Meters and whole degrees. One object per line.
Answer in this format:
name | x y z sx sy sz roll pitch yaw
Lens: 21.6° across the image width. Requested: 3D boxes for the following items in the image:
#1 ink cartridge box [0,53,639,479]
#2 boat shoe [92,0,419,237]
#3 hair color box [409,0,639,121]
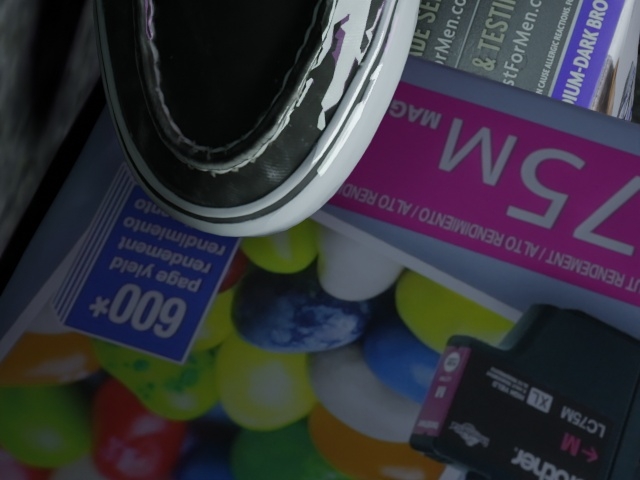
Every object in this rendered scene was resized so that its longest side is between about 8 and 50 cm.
ink cartridge box | -0.008 0.092 0.377 0.065 0.186 0.311 92 19 -60
boat shoe | -0.015 -0.108 0.361 0.070 0.078 0.219 -23 120 -76
hair color box | 0.099 -0.040 0.904 0.339 0.110 0.185 47 61 -75
